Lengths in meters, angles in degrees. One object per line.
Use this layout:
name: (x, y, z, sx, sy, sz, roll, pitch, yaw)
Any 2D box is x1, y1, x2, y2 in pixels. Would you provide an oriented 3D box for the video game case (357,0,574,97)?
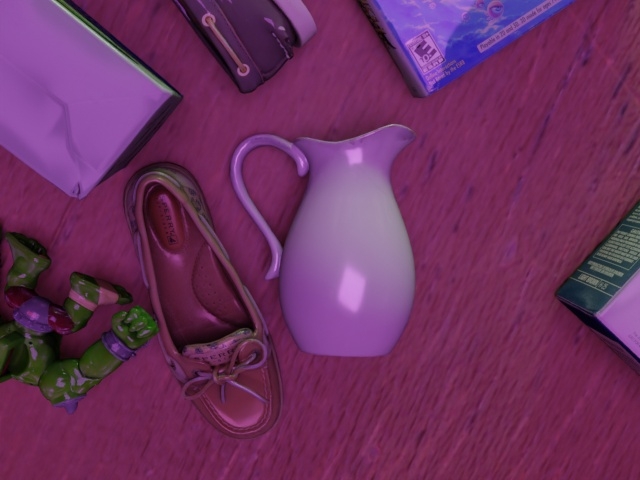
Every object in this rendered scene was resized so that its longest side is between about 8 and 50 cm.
video game case: (0.141, -0.307, 0.801, 0.269, 0.061, 0.244, -34, 100, -1)

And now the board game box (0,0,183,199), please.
board game box: (-0.221, -0.146, 0.652, 0.224, 0.303, 0.097, 39, 92, -12)

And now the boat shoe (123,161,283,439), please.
boat shoe: (-0.113, 0.067, 0.808, 0.105, 0.089, 0.285, -24, 101, -4)

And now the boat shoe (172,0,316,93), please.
boat shoe: (-0.139, -0.259, 0.746, 0.305, 0.109, 0.091, 43, 86, -15)

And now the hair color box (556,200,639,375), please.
hair color box: (0.423, -0.008, 0.859, 0.174, 0.105, 0.347, 43, 92, -12)

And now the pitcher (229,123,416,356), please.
pitcher: (0.000, 0.000, 0.809, 0.178, 0.125, 0.207, 1, 88, 13)

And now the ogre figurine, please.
ogre figurine: (-0.257, 0.072, 0.786, 0.197, 0.097, 0.118, 29, 93, -11)
